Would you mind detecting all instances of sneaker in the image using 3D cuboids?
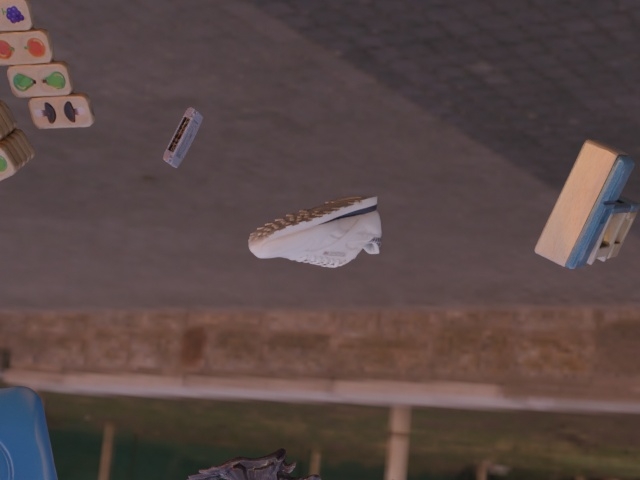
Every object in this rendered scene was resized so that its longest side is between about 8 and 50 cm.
[{"bbox_3d":[0.000,0.000,1.945,0.235,0.094,0.090,-16,-166,-36],"label":"sneaker"}]

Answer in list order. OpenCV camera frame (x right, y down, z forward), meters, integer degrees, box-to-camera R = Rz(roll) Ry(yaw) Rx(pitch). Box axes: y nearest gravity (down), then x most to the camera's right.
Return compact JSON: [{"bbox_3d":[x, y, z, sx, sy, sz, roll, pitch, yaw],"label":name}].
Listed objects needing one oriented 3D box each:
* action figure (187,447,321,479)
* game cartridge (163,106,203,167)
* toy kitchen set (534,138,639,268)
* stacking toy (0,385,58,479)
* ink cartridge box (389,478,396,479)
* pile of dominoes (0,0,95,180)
[{"bbox_3d":[-0.034,0.327,1.139,0.141,0.275,0.164,-21,161,11],"label":"action figure"},{"bbox_3d":[-0.191,-0.143,1.861,0.017,0.083,0.056,26,176,12],"label":"game cartridge"},{"bbox_3d":[0.339,-0.012,1.343,0.166,0.122,0.207,28,-166,21],"label":"toy kitchen set"},{"bbox_3d":[-0.330,0.281,1.324,0.166,0.175,0.302,-13,154,-10],"label":"stacking toy"},{"bbox_3d":[0.073,0.424,1.647,0.201,0.117,0.278,-35,150,2],"label":"ink cartridge box"},{"bbox_3d":[-0.328,-0.165,1.127,0.196,0.251,0.040,-21,-161,28],"label":"pile of dominoes"}]
